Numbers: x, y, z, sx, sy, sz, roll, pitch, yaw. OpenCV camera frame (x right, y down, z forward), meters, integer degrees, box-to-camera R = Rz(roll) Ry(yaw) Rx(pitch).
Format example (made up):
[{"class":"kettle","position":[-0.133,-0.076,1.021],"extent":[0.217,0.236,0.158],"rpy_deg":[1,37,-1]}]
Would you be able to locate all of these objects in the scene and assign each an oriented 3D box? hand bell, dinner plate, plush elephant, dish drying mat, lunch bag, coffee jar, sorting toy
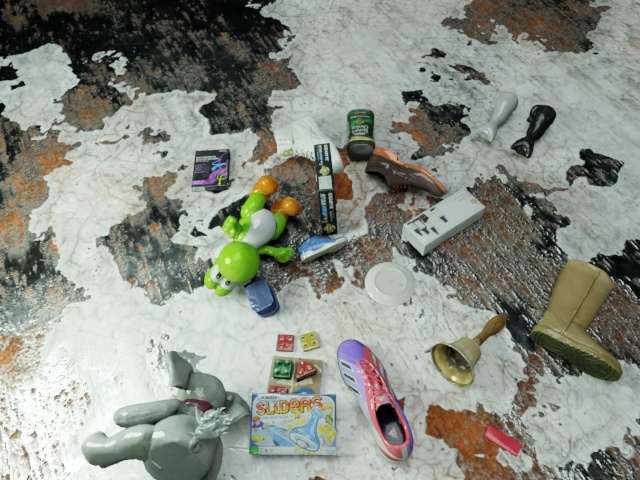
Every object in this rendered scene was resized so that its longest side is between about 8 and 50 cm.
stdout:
[{"class":"hand bell","position":[0.408,0.254,1.314],"extent":[0.242,0.126,0.126],"rpy_deg":[-31,60,-32]},{"class":"dinner plate","position":[0.197,0.119,1.443],"extent":[0.141,0.017,0.141],"rpy_deg":[0,58,0]},{"class":"plush elephant","position":[-0.308,0.406,1.150],"extent":[0.330,0.255,0.272],"rpy_deg":[-39,104,14]},{"class":"dish drying mat","position":[0.431,0.473,1.207],"extent":[0.083,0.008,0.032],"rpy_deg":[29,63,18]},{"class":"lunch bag","position":[-0.158,0.158,1.400],"extent":[0.067,0.065,0.098],"rpy_deg":[-25,59,4]},{"class":"coffee jar","position":[0.136,-0.354,1.718],"extent":[0.096,0.079,0.184],"rpy_deg":[0,57,2]},{"class":"sorting toy","position":[-0.065,0.345,1.284],"extent":[0.133,0.046,0.274],"rpy_deg":[5,57,5]}]

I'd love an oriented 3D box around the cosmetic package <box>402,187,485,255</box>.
[{"class":"cosmetic package","position":[0.369,-0.060,1.528],"extent":[0.239,0.060,0.099],"rpy_deg":[-31,62,-17]}]

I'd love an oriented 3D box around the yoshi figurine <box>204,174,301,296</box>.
[{"class":"yoshi figurine","position":[-0.184,-0.006,1.425],"extent":[0.204,0.203,0.362],"rpy_deg":[21,62,16]}]

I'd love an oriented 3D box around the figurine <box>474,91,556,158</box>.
[{"class":"figurine","position":[0.649,-0.386,1.724],"extent":[0.215,0.092,0.209],"rpy_deg":[28,66,20]}]

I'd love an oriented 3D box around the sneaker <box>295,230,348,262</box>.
[{"class":"sneaker","position":[0.000,0.000,1.502],"extent":[0.152,0.058,0.084],"rpy_deg":[-23,67,-5]}]

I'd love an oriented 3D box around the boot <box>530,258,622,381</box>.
[{"class":"boot","position":[0.708,0.197,1.334],"extent":[0.236,0.089,0.269],"rpy_deg":[33,62,21]}]

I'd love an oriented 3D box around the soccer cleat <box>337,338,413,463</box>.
[{"class":"soccer cleat","position":[0.132,0.365,1.222],"extent":[0.109,0.116,0.318],"rpy_deg":[-19,58,-10]}]

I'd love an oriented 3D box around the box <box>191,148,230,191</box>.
[{"class":"box","position":[-0.360,-0.233,1.684],"extent":[0.116,0.029,0.162],"rpy_deg":[-4,55,-1]}]

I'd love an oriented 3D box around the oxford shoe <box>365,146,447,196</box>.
[{"class":"oxford shoe","position":[0.268,-0.192,1.617],"extent":[0.271,0.097,0.098],"rpy_deg":[31,87,21]}]

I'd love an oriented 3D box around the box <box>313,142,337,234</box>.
[{"class":"box","position":[0.016,-0.146,1.501],"extent":[0.051,0.220,0.175],"rpy_deg":[-5,56,1]}]

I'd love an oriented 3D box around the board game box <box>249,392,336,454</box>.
[{"class":"board game box","position":[-0.064,0.430,1.202],"extent":[0.201,0.035,0.136],"rpy_deg":[1,76,-3]}]

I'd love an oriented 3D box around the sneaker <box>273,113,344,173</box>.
[{"class":"sneaker","position":[-0.051,-0.290,1.674],"extent":[0.169,0.108,0.292],"rpy_deg":[-24,49,-12]}]
